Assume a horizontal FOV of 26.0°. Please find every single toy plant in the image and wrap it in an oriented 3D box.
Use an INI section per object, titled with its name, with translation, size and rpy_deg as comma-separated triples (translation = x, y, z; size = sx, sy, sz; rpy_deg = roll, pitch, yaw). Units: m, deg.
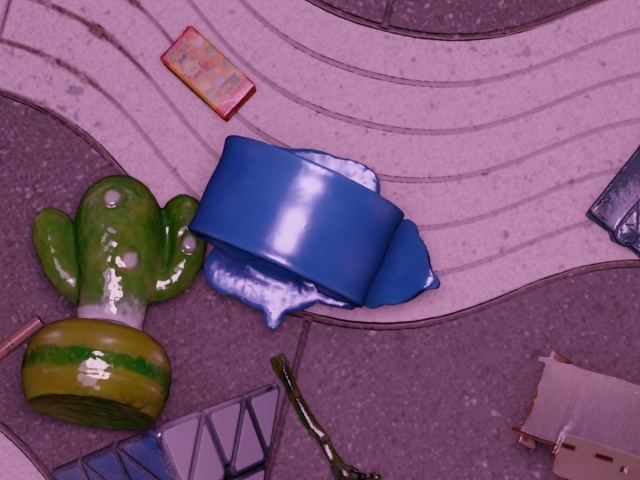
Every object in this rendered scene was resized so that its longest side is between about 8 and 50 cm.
[toy plant]
translation = -0.269, 0.068, 1.763
size = 0.224, 0.184, 0.316
rpy_deg = 10, 68, -3

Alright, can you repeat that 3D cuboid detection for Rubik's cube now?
[Rubik's cube]
translation = -0.172, 0.289, 1.701
size = 0.228, 0.233, 0.229
rpy_deg = 22, 108, -25

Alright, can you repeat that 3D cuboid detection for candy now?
[candy]
translation = -0.149, -0.221, 1.837
size = 0.122, 0.038, 0.062
rpy_deg = 42, 86, 4

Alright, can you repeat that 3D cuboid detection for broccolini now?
[broccolini]
translation = 0.007, 0.257, 1.781
size = 0.071, 0.057, 0.254
rpy_deg = -28, 87, -45

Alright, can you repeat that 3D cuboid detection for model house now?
[model house]
translation = 0.430, 0.273, 1.706
size = 0.326, 0.244, 0.169
rpy_deg = 14, 82, 36

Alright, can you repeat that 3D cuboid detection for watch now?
[watch]
translation = 0.000, 0.000, 1.696
size = 0.305, 0.274, 0.241
rpy_deg = 21, 84, 8

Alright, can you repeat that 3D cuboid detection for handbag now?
[handbag]
translation = 0.477, -0.020, 1.803
size = 0.229, 0.062, 0.179
rpy_deg = 38, 89, 4

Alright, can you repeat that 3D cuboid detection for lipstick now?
[lipstick]
translation = -0.403, 0.133, 1.813
size = 0.094, 0.019, 0.019
rpy_deg = -39, 85, -3
